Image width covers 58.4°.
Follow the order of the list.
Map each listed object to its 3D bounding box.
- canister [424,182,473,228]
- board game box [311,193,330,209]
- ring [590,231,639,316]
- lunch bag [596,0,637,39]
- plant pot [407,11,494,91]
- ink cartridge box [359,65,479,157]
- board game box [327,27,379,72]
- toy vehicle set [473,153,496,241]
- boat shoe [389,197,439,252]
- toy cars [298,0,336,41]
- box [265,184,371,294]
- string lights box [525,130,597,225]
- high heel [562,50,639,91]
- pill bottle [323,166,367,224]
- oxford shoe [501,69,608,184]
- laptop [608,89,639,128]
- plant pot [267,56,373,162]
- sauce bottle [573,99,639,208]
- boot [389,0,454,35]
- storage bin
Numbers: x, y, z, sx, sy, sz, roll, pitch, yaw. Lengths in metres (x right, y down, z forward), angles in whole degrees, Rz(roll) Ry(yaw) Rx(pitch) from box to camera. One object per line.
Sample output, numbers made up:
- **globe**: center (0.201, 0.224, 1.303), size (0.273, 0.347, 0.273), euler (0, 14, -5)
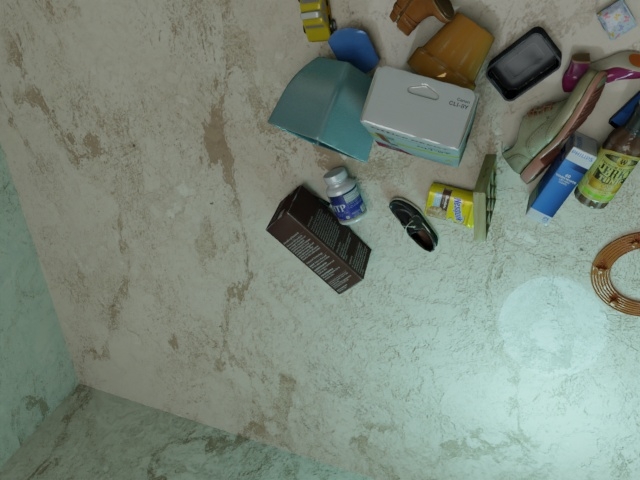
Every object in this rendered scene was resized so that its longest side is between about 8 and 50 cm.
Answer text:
- **canister**: center (0.446, -0.120, 1.932), size (0.170, 0.073, 0.126), euler (16, 126, 15)
- **board game box**: center (-0.049, -0.094, 2.193), size (0.126, 0.026, 0.186), euler (26, 128, 5)
- **ring**: center (1.059, 0.120, 1.853), size (0.337, 0.032, 0.336), euler (12, 127, 16)
- **lunch bag**: center (0.773, -0.576, 1.495), size (0.071, 0.053, 0.083), euler (-31, 96, 34)
- **plant pot**: center (0.383, -0.527, 1.620), size (0.205, 0.205, 0.188), euler (35, 113, -1)
- **ink cartridge box**: center (0.288, -0.340, 1.641), size (0.279, 0.385, 0.160), euler (19, 94, 12)
- **board game box**: center (0.107, -0.595, 1.773), size (0.133, 0.033, 0.168), euler (-3, 142, 32)
- **toy vehicle set**: center (0.510, -0.136, 1.769), size (0.035, 0.267, 0.166), euler (4, 124, 23)
- **boat shoe**: center (0.329, -0.056, 2.023), size (0.233, 0.079, 0.084), euler (46, 129, -9)
- **toy cars**: center (0.032, -0.755, 1.674), size (0.176, 0.087, 0.393), euler (36, 129, -3)
- **box**: center (0.000, 0.000, 2.102), size (0.381, 0.191, 0.143), euler (44, 126, -16)
- **string lights box**: center (0.723, -0.187, 1.726), size (0.077, 0.133, 0.259), euler (28, 129, 6)
- **high heel**: center (0.797, -0.448, 1.568), size (0.244, 0.082, 0.117), euler (3, 147, 9)
- **pill bottle**: center (0.083, -0.160, 2.036), size (0.112, 0.112, 0.186), euler (-12, 116, 30)
- **oxford shoe**: center (0.650, -0.336, 1.634), size (0.146, 0.140, 0.397), euler (46, 139, 18)
- **laptop**: center (0.961, -0.322, 1.528), size (0.234, 0.264, 0.136), euler (35, 92, -3)
- **plant pot**: center (0.034, -0.418, 1.770), size (0.248, 0.247, 0.252), euler (27, 99, 42)
- **sauce bottle**: center (0.842, -0.241, 1.621), size (0.111, 0.111, 0.344), euler (20, 138, 10)
- **boot**: center (0.285, -0.641, 1.623), size (0.197, 0.073, 0.152), euler (61, 141, 22)
- **storage bin**: center (0.573, -0.496, 1.615), size (0.122, 0.084, 0.180), euler (47, 127, -11)
